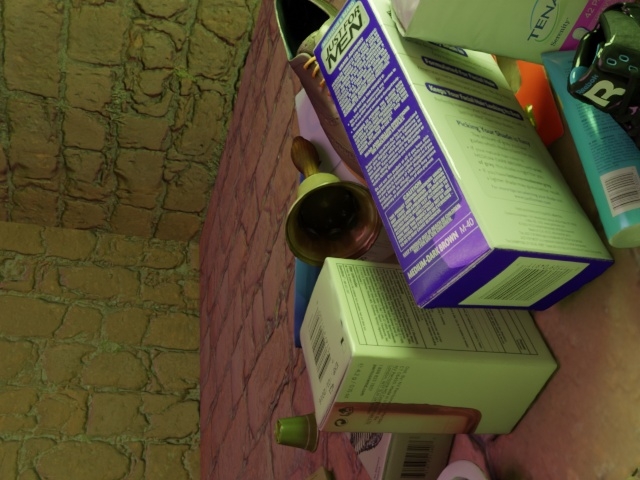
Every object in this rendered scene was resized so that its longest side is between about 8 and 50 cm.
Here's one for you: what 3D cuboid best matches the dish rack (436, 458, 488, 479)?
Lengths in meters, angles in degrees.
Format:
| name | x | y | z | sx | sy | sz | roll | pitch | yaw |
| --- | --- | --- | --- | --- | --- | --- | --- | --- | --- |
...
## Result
| name | x | y | z | sx | sy | sz | roll | pitch | yaw |
| --- | --- | --- | --- | --- | --- | --- | --- | --- | --- |
| dish rack | 0.146 | 0.436 | 0.701 | 0.333 | 0.072 | 0.286 | -62 | 25 | 20 |

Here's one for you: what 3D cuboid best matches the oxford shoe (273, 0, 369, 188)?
| name | x | y | z | sx | sy | sz | roll | pitch | yaw |
| --- | --- | --- | --- | --- | --- | --- | --- | --- | --- |
| oxford shoe | 0.026 | -0.194 | 0.874 | 0.130 | 0.132 | 0.364 | -43 | 52 | 19 |

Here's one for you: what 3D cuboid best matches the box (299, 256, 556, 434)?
| name | x | y | z | sx | sy | sz | roll | pitch | yaw |
| --- | --- | --- | --- | --- | --- | --- | --- | --- | --- |
| box | 0.109 | 0.119 | 0.750 | 0.149 | 0.232 | 0.127 | -105 | 27 | -50 |

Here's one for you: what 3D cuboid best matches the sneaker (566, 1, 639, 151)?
| name | x | y | z | sx | sy | sz | roll | pitch | yaw |
| --- | --- | --- | --- | --- | --- | --- | --- | --- | --- |
| sneaker | 0.260 | -0.093 | 0.540 | 0.079 | 0.121 | 0.217 | 124 | 148 | -57 |

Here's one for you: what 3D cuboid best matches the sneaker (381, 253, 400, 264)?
| name | x | y | z | sx | sy | sz | roll | pitch | yaw |
| --- | --- | --- | --- | --- | --- | --- | --- | --- | --- |
| sneaker | 0.115 | -0.073 | 1.032 | 0.161 | 0.102 | 0.282 | 156 | 119 | -66 |

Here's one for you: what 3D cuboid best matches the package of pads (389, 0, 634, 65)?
| name | x | y | z | sx | sy | sz | roll | pitch | yaw |
| --- | --- | --- | --- | --- | --- | --- | --- | --- | --- |
| package of pads | 0.208 | -0.308 | 0.608 | 0.101 | 0.229 | 0.297 | -101 | 24 | -45 |

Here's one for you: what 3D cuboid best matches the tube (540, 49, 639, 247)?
| name | x | y | z | sx | sy | sz | roll | pitch | yaw |
| --- | --- | --- | --- | --- | --- | --- | --- | --- | --- |
| tube | 0.265 | -0.097 | 0.619 | 0.052 | 0.080 | 0.207 | 83 | -178 | -65 |

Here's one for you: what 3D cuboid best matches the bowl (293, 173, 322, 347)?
| name | x | y | z | sx | sy | sz | roll | pitch | yaw |
| --- | --- | --- | --- | --- | --- | --- | --- | --- | --- |
| bowl | 0.000 | 0.000 | 1.230 | 0.391 | 0.077 | 0.392 | 3 | -90 | -89 |

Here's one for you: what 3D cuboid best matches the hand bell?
| name | x | y | z | sx | sy | sz | roll | pitch | yaw |
| --- | --- | --- | --- | --- | --- | --- | --- | --- | --- |
| hand bell | -0.010 | -0.084 | 0.925 | 0.242 | 0.126 | 0.126 | -112 | 33 | -53 |

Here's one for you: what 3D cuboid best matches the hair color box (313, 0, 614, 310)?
| name | x | y | z | sx | sy | sz | roll | pitch | yaw |
| --- | --- | --- | --- | --- | --- | --- | --- | --- | --- |
| hair color box | 0.134 | -0.096 | 0.700 | 0.110 | 0.185 | 0.339 | -45 | 51 | 40 |

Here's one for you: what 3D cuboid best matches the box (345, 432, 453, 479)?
| name | x | y | z | sx | sy | sz | roll | pitch | yaw |
| --- | --- | --- | --- | --- | --- | --- | --- | --- | --- |
| box | 0.089 | 0.245 | 0.996 | 0.275 | 0.094 | 0.113 | -139 | 58 | -69 |

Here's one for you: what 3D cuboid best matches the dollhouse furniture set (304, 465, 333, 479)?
| name | x | y | z | sx | sy | sz | roll | pitch | yaw |
| --- | --- | --- | --- | --- | --- | --- | --- | --- | --- |
| dollhouse furniture set | -0.002 | 0.535 | 1.289 | 0.151 | 0.123 | 0.144 | -43 | 28 | 8 |

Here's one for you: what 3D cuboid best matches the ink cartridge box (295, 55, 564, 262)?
| name | x | y | z | sx | sy | sz | roll | pitch | yaw |
| --- | --- | --- | --- | --- | --- | --- | --- | --- | --- |
| ink cartridge box | 0.113 | -0.170 | 0.914 | 0.385 | 0.091 | 0.308 | -39 | 50 | 46 |

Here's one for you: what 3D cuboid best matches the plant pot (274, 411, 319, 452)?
| name | x | y | z | sx | sy | sz | roll | pitch | yaw |
| --- | --- | --- | --- | --- | --- | --- | --- | --- | --- |
| plant pot | -0.053 | 0.400 | 1.410 | 0.083 | 0.079 | 0.083 | -174 | 90 | -72 |
